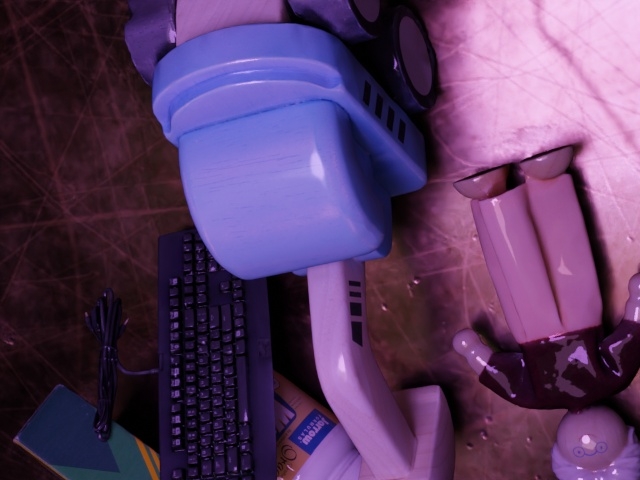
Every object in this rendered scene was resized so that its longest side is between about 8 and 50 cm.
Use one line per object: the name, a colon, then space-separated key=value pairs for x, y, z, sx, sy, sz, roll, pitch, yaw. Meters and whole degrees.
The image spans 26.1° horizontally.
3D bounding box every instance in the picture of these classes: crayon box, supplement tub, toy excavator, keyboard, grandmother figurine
crayon box: x=-0.155 y=0.292 z=1.458 sx=0.318 sy=0.202 sz=0.081 roll=33 pitch=75 yaw=19
supplement tub: x=-0.053 y=0.221 z=1.454 sx=0.199 sy=0.144 sz=0.144 roll=35 pitch=112 yaw=10
toy excavator: x=0.000 y=0.000 z=1.304 sx=0.222 sy=0.433 sz=0.445 roll=-11 pitch=65 yaw=23
keyboard: x=-0.148 y=0.125 z=1.405 sx=0.201 sy=0.033 sz=0.317 roll=-12 pitch=54 yaw=8
grandmother figurine: x=0.228 y=0.091 z=1.343 sx=0.208 sy=0.104 sz=0.342 roll=-17 pitch=93 yaw=32
